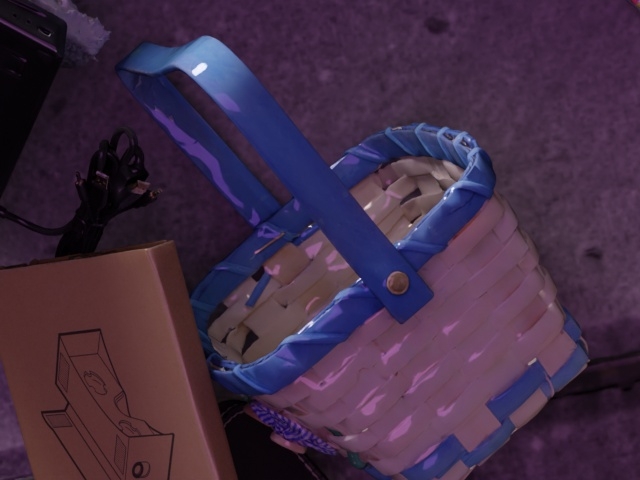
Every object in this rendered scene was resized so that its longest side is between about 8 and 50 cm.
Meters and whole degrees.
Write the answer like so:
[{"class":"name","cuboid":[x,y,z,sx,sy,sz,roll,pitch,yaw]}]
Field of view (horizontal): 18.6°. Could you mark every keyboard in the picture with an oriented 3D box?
[{"class":"keyboard","cuboid":[-0.207,-0.034,1.150,0.201,0.033,0.317,29,141,-6]}]

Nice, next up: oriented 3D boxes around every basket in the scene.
[{"class":"basket","cuboid":[0.000,0.000,1.120,0.201,0.255,0.289,-39,102,-7]}]

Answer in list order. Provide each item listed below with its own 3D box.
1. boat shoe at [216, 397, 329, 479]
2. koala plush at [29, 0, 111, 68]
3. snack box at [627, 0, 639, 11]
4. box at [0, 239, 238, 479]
[{"class":"boat shoe","cuboid":[0.017,0.213,1.220,0.092,0.103,0.285,-20,105,48]},{"class":"koala plush","cuboid":[-0.253,-0.148,1.161,0.196,0.203,0.221,-31,117,20]},{"class":"snack box","cuboid":[0.179,-0.215,1.179,0.141,0.037,0.100,38,99,-3]},{"class":"box","cuboid":[-0.117,0.105,1.123,0.164,0.021,0.201,-9,98,45]}]
